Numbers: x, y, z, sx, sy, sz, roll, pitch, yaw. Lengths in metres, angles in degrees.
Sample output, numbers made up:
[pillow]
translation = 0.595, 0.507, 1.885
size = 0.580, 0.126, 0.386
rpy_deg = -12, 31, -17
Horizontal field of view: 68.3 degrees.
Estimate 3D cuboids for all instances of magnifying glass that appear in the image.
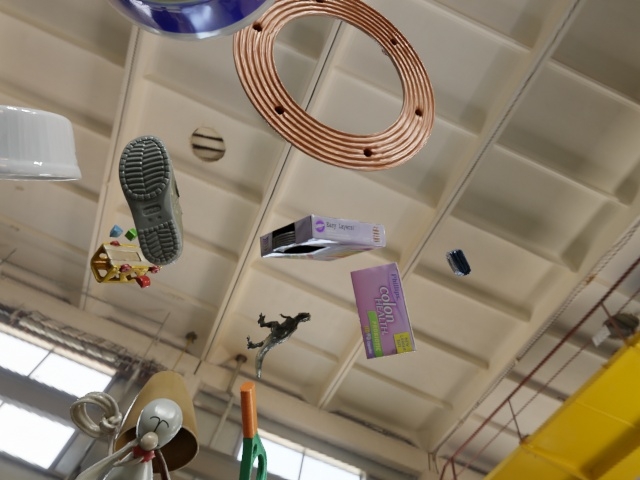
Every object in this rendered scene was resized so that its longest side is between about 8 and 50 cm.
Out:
[magnifying glass]
translation = -0.116, 0.346, 0.795
size = 0.026, 0.092, 0.230
rpy_deg = 1, -73, 14

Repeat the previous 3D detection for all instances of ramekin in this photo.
[ramekin]
translation = -0.662, -0.199, 0.996
size = 0.277, 0.277, 0.135
rpy_deg = 1, -86, 8

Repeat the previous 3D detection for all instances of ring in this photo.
[ring]
translation = 0.029, -0.251, 0.723
size = 0.337, 0.336, 0.032
rpy_deg = 32, -30, -9

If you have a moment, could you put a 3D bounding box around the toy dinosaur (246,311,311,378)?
[toy dinosaur]
translation = -0.129, 0.250, 1.238
size = 0.118, 0.268, 0.064
rpy_deg = 6, -59, 31

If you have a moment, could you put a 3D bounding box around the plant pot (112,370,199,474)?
[plant pot]
translation = -0.493, 0.542, 1.471
size = 0.237, 0.254, 0.237
rpy_deg = -4, -60, -8

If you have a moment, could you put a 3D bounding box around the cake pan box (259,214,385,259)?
[cake pan box]
translation = 0.000, 0.000, 1.279
size = 0.267, 0.070, 0.246
rpy_deg = 6, -18, -39

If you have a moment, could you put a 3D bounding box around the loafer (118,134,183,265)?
[loafer]
translation = -0.306, -0.070, 0.868
size = 0.095, 0.087, 0.251
rpy_deg = -9, -101, -8

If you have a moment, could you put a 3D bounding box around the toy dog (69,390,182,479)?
[toy dog]
translation = -0.351, 0.445, 0.825
size = 0.220, 0.161, 0.333
rpy_deg = 5, -70, -1

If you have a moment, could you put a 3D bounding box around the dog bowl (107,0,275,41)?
[dog bowl]
translation = -0.158, -0.375, 0.528
size = 0.265, 0.104, 0.264
rpy_deg = 0, -87, -3

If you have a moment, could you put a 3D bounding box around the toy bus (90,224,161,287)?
[toy bus]
translation = -0.551, 0.072, 1.357
size = 0.202, 0.191, 0.104
rpy_deg = 39, -68, -17

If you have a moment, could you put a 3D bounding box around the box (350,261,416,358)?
[box]
translation = 0.167, 0.188, 1.218
size = 0.117, 0.243, 0.213
rpy_deg = -12, -104, 8

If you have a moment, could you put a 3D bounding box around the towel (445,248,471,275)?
[towel]
translation = 0.323, 0.054, 1.116
size = 0.029, 0.119, 0.067
rpy_deg = -26, -97, 5
